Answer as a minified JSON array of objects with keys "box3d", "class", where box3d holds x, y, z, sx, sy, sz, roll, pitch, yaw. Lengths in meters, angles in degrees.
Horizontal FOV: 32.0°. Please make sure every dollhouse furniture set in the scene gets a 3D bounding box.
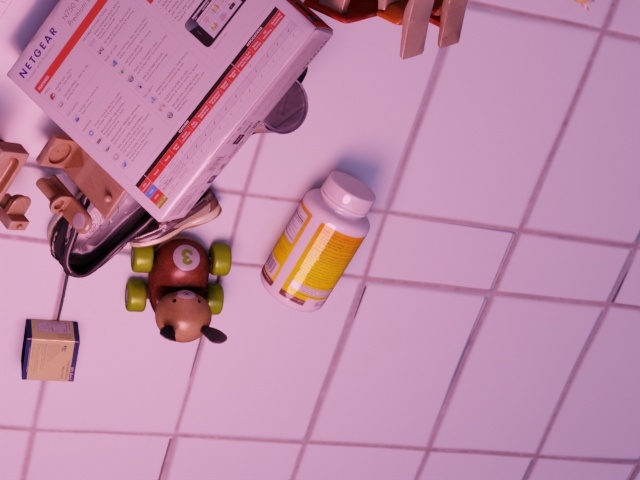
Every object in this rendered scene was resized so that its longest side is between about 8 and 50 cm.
[{"box3d":[0.092,-0.335,1.520,0.259,0.262,0.135,-24,135,-40],"class":"dollhouse furniture set"},{"box3d":[-0.387,-0.060,1.553,0.144,0.123,0.151,-53,155,18],"class":"dollhouse furniture set"}]

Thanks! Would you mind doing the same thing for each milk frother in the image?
[{"box3d":[-0.104,-0.222,1.589,0.143,0.134,0.129,17,84,-28],"class":"milk frother"}]

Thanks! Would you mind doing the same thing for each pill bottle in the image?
[{"box3d":[0.000,0.000,1.772,0.117,0.117,0.215,20,114,-26],"class":"pill bottle"}]

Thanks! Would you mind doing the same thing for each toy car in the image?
[{"box3d":[-0.211,0.097,1.727,0.155,0.188,0.149,3,121,-18],"class":"toy car"}]

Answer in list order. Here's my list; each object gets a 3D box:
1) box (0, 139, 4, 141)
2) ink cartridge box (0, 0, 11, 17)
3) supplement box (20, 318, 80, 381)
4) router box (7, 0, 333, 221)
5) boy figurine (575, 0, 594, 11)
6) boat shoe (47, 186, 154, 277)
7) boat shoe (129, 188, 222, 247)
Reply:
[{"box3d":[-0.640,-0.096,1.547,0.322,0.079,0.257,30,108,-30],"class":"box"},{"box3d":[-0.550,-0.308,1.370,0.296,0.066,0.261,16,138,-33],"class":"ink cartridge box"},{"box3d":[-0.435,0.177,1.792,0.083,0.056,0.083,5,120,-19],"class":"supplement box"},{"box3d":[-0.202,-0.247,1.472,0.301,0.082,0.335,44,106,8],"class":"router box"},{"box3d":[0.414,-0.426,1.641,0.285,0.092,0.177,13,117,-23],"class":"boy figurine"},{"box3d":[-0.278,-0.075,1.644,0.340,0.113,0.127,-41,123,11],"class":"boat shoe"},{"box3d":[-0.230,-0.038,1.723,0.152,0.056,0.049,-25,121,-12],"class":"boat shoe"}]
